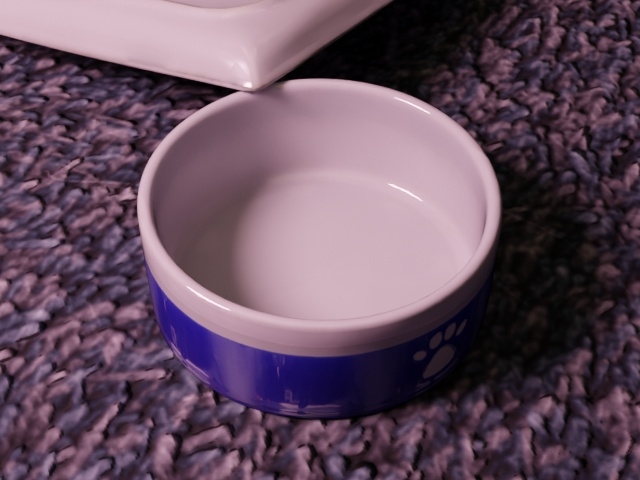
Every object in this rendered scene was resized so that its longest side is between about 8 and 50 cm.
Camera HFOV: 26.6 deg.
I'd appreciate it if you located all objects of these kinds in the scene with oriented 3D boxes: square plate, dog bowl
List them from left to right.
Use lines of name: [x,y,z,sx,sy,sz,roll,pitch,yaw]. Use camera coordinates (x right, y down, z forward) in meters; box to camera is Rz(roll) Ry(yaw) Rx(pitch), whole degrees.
square plate: [-0.092,-0.253,1.234,0.347,0.049,0.344,17,40,32]
dog bowl: [0.000,0.000,1.013,0.264,0.104,0.265,0,46,0]
